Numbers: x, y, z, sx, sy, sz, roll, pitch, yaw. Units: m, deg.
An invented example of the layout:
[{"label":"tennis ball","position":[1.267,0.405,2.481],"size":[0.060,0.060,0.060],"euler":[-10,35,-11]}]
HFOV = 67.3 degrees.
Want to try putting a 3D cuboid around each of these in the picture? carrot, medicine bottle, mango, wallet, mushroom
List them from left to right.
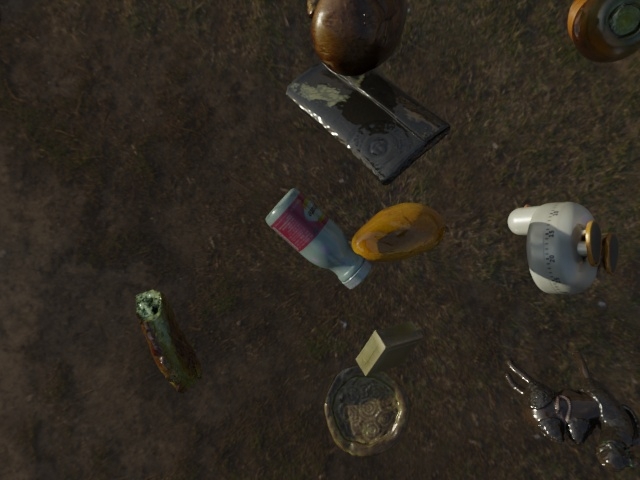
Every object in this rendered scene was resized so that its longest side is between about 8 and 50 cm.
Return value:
[{"label":"medicine bottle","position":[0.000,0.000,0.934],"size":[0.216,0.090,0.090],"euler":[42,94,-9]},{"label":"wallet","position":[0.081,-0.257,0.936],"size":[0.170,0.044,0.321],"euler":[-40,64,-5]},{"label":"mushroom","position":[0.083,-0.414,0.867],"size":[0.194,0.138,0.232],"euler":[14,89,-29]},{"label":"mango","position":[0.169,-0.015,1.068],"size":[0.227,0.147,0.110],"euler":[-16,129,-18]},{"label":"carrot","position":[0.354,-0.269,0.598],"size":[0.087,0.193,0.087],"euler":[7,115,16]}]

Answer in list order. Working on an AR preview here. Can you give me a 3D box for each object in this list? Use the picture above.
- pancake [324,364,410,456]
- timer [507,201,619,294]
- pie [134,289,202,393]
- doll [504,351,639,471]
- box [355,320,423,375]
[{"label":"pancake","position":[0.129,0.474,1.344],"size":[0.249,0.031,0.250],"euler":[-1,85,10]},{"label":"timer","position":[0.585,0.017,1.208],"size":[0.240,0.233,0.234],"euler":[-3,88,47]},{"label":"pie","position":[-0.443,0.293,1.399],"size":[0.102,0.354,0.289],"euler":[-27,114,-15]},{"label":"doll","position":[0.332,0.222,0.626],"size":[0.138,0.165,0.057],"euler":[-6,124,2]},{"label":"box","position":[0.109,0.167,0.749],"size":[0.035,0.083,0.079],"euler":[56,137,34]}]
